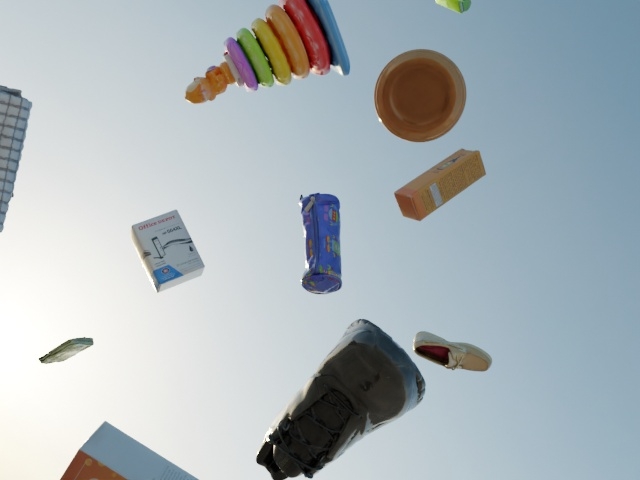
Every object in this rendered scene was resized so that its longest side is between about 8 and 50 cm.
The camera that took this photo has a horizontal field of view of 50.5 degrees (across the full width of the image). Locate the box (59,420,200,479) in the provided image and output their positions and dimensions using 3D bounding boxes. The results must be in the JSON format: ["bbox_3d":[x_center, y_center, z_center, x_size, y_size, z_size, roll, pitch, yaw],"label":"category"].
[{"bbox_3d":[-0.432,0.618,1.561,0.345,0.215,0.168,33,7,-2],"label":"box"}]

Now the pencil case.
[{"bbox_3d":[0.000,0.000,1.979,0.119,0.306,0.133,-12,-28,19],"label":"pencil case"}]

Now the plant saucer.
[{"bbox_3d":[0.213,-0.311,1.458,0.200,0.037,0.200,2,-81,10],"label":"plant saucer"}]

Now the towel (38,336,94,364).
[{"bbox_3d":[-0.669,0.292,1.794,0.027,0.110,0.148,59,0,7],"label":"towel"}]

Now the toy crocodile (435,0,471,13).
[{"bbox_3d":[0.215,-0.526,1.192,0.115,0.105,0.340,33,-5,31],"label":"toy crocodile"}]

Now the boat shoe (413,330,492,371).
[{"bbox_3d":[0.274,0.246,1.429,0.170,0.059,0.063,15,-64,13],"label":"boat shoe"}]

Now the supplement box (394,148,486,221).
[{"bbox_3d":[0.299,-0.141,1.680,0.078,0.233,0.080,22,-37,59],"label":"supplement box"}]

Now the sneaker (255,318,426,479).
[{"bbox_3d":[0.012,0.187,0.713,0.109,0.130,0.286,43,-37,12],"label":"sneaker"}]

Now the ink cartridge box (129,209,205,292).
[{"bbox_3d":[-0.453,0.030,2.002,0.203,0.148,0.086,61,-26,12],"label":"ink cartridge box"}]

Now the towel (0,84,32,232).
[{"bbox_3d":[-0.612,-0.149,1.045,0.283,0.235,0.121,10,-2,-25],"label":"towel"}]

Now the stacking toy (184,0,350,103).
[{"bbox_3d":[-0.114,-0.331,1.232,0.166,0.302,0.175,65,-5,-31],"label":"stacking toy"}]
